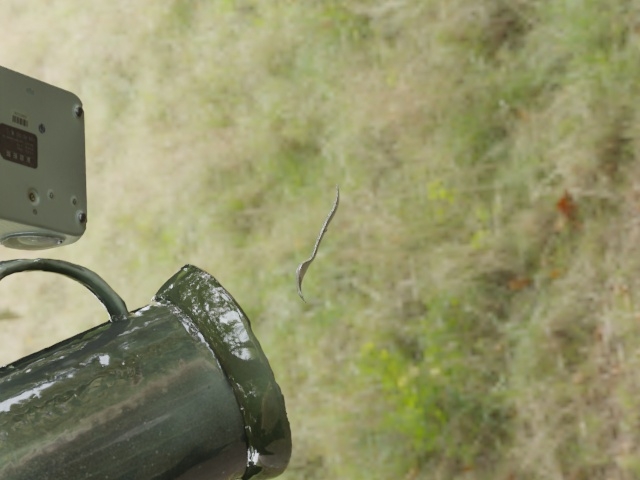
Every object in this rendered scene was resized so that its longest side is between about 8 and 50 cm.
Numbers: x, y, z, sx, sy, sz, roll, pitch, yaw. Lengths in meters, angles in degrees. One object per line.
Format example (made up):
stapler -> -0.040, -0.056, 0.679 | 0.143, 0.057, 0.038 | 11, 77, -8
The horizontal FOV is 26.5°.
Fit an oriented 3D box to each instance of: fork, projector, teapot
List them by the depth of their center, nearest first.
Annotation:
teapot -> -0.223, 0.148, 1.113 | 0.200, 0.337, 0.270 | 5, 117, 61
projector -> -0.397, -0.103, 1.682 | 0.250, 0.108, 0.198 | 19, -115, -60
fork -> -0.006, -0.001, 2.270 | 0.034, 0.028, 0.219 | 59, -135, -58
